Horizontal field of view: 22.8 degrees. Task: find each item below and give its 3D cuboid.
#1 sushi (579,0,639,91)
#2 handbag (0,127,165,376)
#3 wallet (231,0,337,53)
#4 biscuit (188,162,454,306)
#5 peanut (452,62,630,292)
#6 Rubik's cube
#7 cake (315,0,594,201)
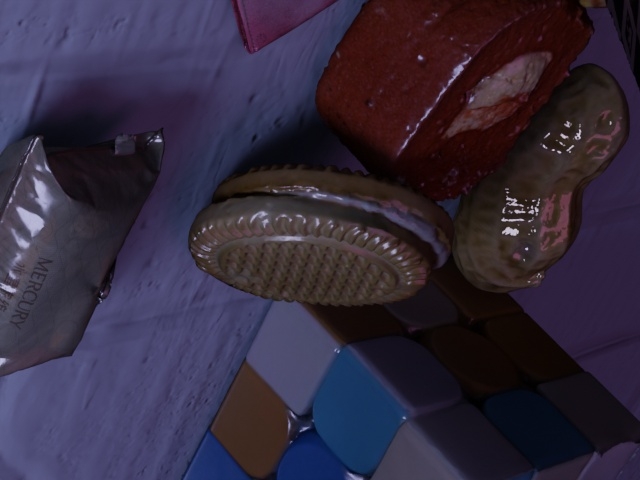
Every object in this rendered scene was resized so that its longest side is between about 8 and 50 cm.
[{"bbox_3d":[0.270,-0.299,1.508,0.320,0.069,0.339,44,47,-62],"label":"sushi"},{"bbox_3d":[-0.236,0.014,1.369,0.182,0.117,0.270,-12,137,-55],"label":"handbag"},{"bbox_3d":[0.018,-0.263,1.410,0.232,0.025,0.119,-35,150,-14],"label":"wallet"},{"bbox_3d":[0.000,0.000,1.547,0.259,0.259,0.079,47,47,-61],"label":"biscuit"},{"bbox_3d":[0.249,-0.066,1.816,0.140,0.153,0.325,-2,140,-31],"label":"peanut"},{"bbox_3d":[0.103,0.260,1.862,0.347,0.344,0.346,-6,132,-46],"label":"Rubik's cube"},{"bbox_3d":[0.122,-0.163,1.525,0.177,0.151,0.283,-15,149,-48],"label":"cake"}]
